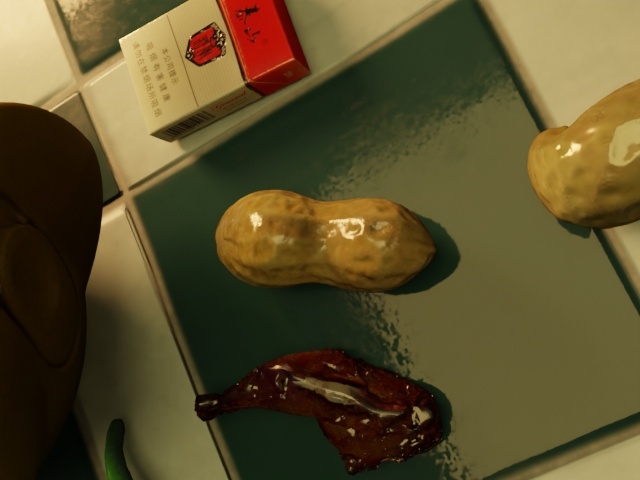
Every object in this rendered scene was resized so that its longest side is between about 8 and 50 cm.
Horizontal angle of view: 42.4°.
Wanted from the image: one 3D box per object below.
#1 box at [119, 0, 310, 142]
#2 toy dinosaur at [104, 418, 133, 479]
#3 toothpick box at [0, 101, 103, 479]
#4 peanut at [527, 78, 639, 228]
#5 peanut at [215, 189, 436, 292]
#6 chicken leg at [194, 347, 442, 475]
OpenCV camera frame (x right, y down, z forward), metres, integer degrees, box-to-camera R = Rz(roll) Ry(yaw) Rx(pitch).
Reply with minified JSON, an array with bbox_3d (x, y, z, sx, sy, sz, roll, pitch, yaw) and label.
[{"bbox_3d":[-0.096,-0.164,0.735,0.152,0.048,0.100,-24,79,20],"label":"box"},{"bbox_3d":[0.067,0.232,0.614,0.374,0.144,0.500,-37,63,-1],"label":"toy dinosaur"},{"bbox_3d":[-0.401,0.064,0.636,0.425,0.409,0.409,-11,81,10],"label":"toothpick box"},{"bbox_3d":[0.272,-0.066,0.556,0.263,0.101,0.117,-3,65,21],"label":"peanut"},{"bbox_3d":[-0.001,0.000,0.662,0.192,0.089,0.089,0,86,22],"label":"peanut"},{"bbox_3d":[-0.002,0.132,0.669,0.205,0.053,0.093,16,93,22],"label":"chicken leg"}]
